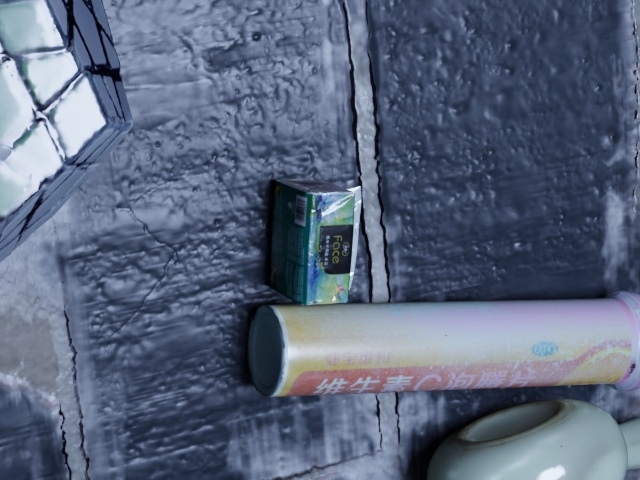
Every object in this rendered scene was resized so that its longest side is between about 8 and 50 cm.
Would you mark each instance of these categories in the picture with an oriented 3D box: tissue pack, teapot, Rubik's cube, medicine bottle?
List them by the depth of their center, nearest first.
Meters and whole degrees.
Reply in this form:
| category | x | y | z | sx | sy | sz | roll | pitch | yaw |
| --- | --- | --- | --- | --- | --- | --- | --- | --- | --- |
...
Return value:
| category | x | y | z | sx | sy | sz | roll | pitch | yaw |
| --- | --- | --- | --- | --- | --- | --- | --- | --- | --- |
| Rubik's cube | -0.308 | -0.127 | 1.462 | 0.319 | 0.319 | 0.264 | 29 | 62 | -29 |
| tissue pack | 0.001 | -0.001 | 1.746 | 0.079 | 0.085 | 0.111 | -3 | 103 | -26 |
| medicine bottle | 0.136 | 0.108 | 1.834 | 0.426 | 0.108 | 0.108 | 0 | 103 | -24 |
| teapot | 0.261 | 0.234 | 1.865 | 0.318 | 0.220 | 0.149 | -20 | 99 | -20 |
